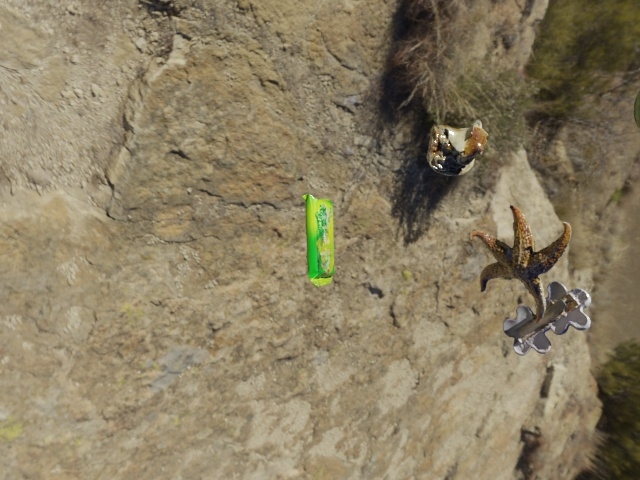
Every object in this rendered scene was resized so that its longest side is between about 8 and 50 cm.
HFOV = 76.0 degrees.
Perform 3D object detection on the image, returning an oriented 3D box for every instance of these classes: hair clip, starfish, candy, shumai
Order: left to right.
[{"bbox_3d":[0.001,0.000,0.810,0.102,0.031,0.179,3,85,-64],"label":"candy"},{"bbox_3d":[0.319,-0.225,0.939,0.145,0.116,0.146,9,65,-20],"label":"shumai"},{"bbox_3d":[0.390,0.049,0.791,0.056,0.213,0.238,-17,84,-37],"label":"starfish"},{"bbox_3d":[0.626,0.222,1.140,0.075,0.146,0.257,-5,142,-37],"label":"hair clip"}]

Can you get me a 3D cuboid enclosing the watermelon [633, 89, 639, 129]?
[{"bbox_3d":[0.897,-0.365,1.036,0.231,0.128,0.146,89,26,-45],"label":"watermelon"}]
